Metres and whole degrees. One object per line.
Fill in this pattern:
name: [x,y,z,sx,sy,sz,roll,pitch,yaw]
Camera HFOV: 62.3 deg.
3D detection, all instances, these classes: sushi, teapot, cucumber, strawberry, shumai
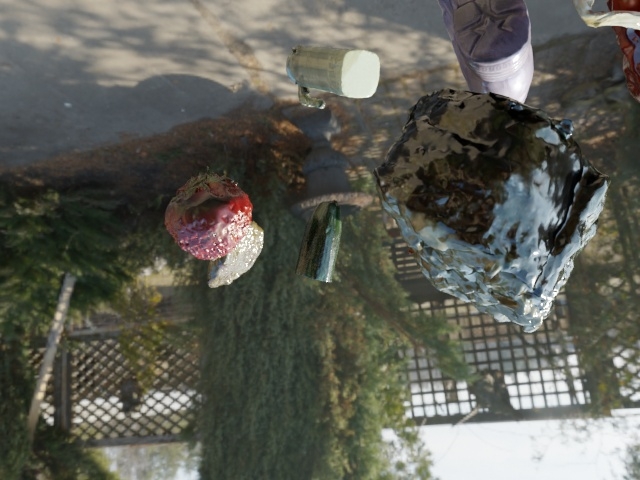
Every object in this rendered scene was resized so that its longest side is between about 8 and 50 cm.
sushi: [0.189,-0.017,0.594,0.211,0.171,0.350,24,172,31]
teapot: [0.013,-0.279,0.915,0.077,0.107,0.200,-9,-156,-29]
cucumber: [0.000,0.000,0.642,0.048,0.105,0.048,11,-169,-2]
strawberry: [-0.122,-0.022,0.596,0.106,0.106,0.106,-5,167,-1]
shumai: [-0.165,0.019,0.923,0.105,0.139,0.123,20,-144,28]

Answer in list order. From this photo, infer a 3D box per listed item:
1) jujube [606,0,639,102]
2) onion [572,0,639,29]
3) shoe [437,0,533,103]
jujube: [0.381,-0.244,0.550,0.155,0.230,0.155,-14,-154,7]
onion: [0.204,-0.286,0.391,0.200,0.207,0.200,-22,153,-12]
shoe: [0.193,-0.259,0.632,0.095,0.245,0.137,-15,147,15]
